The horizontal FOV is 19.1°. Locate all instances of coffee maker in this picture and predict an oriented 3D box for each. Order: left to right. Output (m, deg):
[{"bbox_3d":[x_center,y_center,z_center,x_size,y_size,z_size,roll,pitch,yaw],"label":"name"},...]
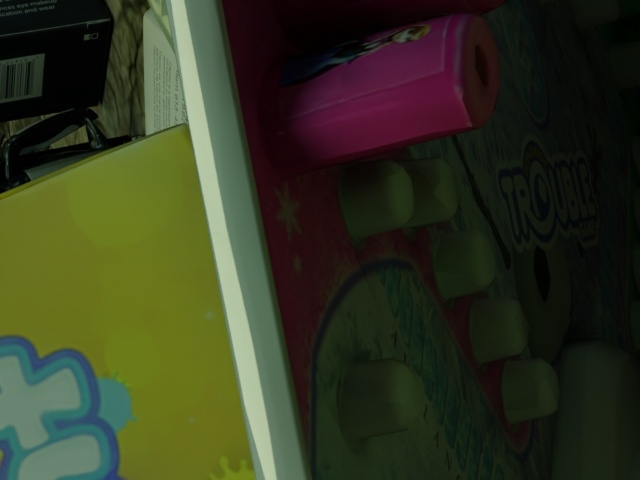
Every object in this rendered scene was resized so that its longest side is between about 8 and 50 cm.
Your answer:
[{"bbox_3d":[-0.212,-0.001,1.325,0.171,0.178,0.120,121,134,-58],"label":"coffee maker"}]

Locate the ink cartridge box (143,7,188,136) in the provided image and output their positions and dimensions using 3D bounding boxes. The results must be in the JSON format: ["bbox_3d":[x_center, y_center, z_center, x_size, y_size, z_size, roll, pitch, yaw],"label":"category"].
[{"bbox_3d":[0.000,0.000,0.924,0.237,0.100,0.172,-132,37,-52],"label":"ink cartridge box"}]

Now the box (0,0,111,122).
[{"bbox_3d":[-0.251,-0.168,1.370,0.093,0.156,0.158,105,146,-48],"label":"box"}]

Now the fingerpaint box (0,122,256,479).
[{"bbox_3d":[-0.026,0.197,0.659,0.371,0.163,0.445,175,72,-87],"label":"fingerpaint box"}]

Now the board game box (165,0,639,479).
[{"bbox_3d":[0.095,0.093,0.494,0.390,0.050,0.390,-11,-90,-68],"label":"board game box"}]

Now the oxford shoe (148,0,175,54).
[{"bbox_3d":[0.031,-0.100,0.724,0.169,0.130,0.449,-21,87,38],"label":"oxford shoe"}]
